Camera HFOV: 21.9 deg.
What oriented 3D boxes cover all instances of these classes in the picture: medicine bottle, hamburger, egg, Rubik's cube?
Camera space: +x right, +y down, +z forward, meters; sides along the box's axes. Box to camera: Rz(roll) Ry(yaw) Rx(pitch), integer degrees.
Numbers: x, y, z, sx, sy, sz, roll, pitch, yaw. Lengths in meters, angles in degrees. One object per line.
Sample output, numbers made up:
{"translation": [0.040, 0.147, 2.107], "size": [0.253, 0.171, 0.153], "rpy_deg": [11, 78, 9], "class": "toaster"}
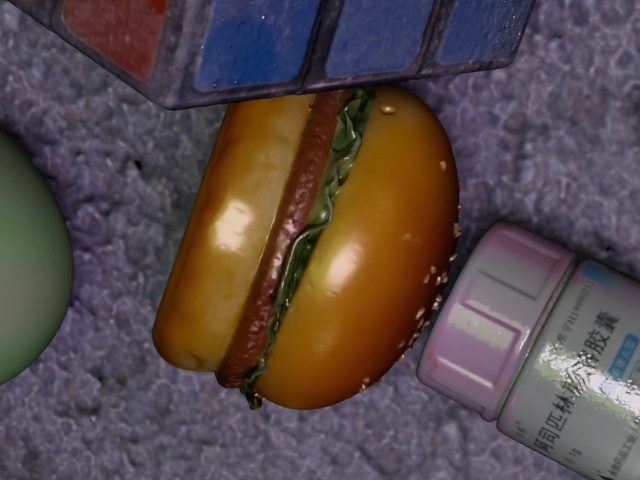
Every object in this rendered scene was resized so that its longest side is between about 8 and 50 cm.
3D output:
{"translation": [0.162, 0.076, 1.084], "size": [0.168, 0.135, 0.135], "rpy_deg": [28, 105, 11], "class": "medicine bottle"}
{"translation": [0.000, -0.001, 1.067], "size": [0.170, 0.246, 0.246], "rpy_deg": [20, 104, 0], "class": "hamburger"}
{"translation": [-0.302, -0.001, 1.157], "size": [0.270, 0.220, 0.220], "rpy_deg": [26, 105, 9], "class": "egg"}
{"translation": [-0.037, -0.275, 0.928], "size": [0.304, 0.301, 0.305], "rpy_deg": [37, 121, 31], "class": "Rubik's cube"}
